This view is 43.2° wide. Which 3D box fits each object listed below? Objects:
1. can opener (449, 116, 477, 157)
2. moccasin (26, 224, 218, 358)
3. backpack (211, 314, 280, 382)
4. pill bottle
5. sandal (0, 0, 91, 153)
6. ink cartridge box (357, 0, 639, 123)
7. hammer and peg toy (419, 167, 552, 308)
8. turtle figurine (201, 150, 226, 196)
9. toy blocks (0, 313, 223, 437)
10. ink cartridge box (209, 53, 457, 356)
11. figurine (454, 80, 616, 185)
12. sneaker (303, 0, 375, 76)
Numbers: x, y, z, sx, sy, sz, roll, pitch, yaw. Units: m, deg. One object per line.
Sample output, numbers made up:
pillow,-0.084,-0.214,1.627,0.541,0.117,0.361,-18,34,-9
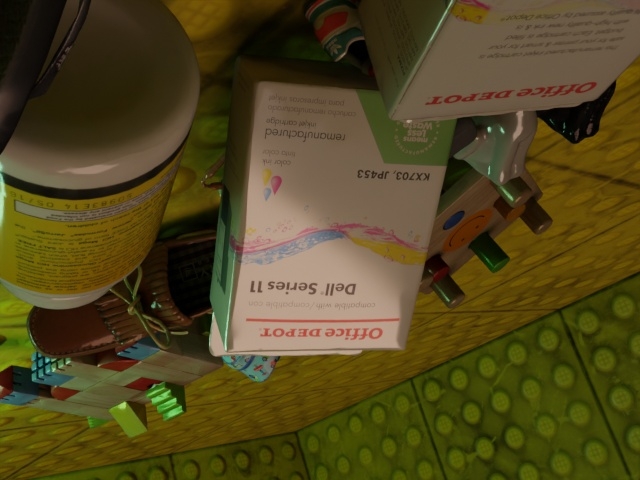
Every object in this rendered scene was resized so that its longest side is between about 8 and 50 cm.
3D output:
can opener,0.048,-0.073,0.924,0.280,0.074,0.093,-32,144,0
moccasin,-0.210,0.067,1.102,0.379,0.139,0.147,-14,-175,-10
backpack,-0.111,0.127,1.276,0.116,0.158,0.173,19,99,-29
pill bottle,-0.225,-0.062,0.712,0.187,0.188,0.334,-10,158,-24
sandal,-0.166,-0.152,0.489,0.054,0.097,0.255,18,102,-50
ink cartridge box,0.181,-0.230,0.621,0.226,0.131,0.306,-7,160,-18
hammer and peg toy,0.174,0.014,1.225,0.361,0.127,0.266,-42,155,10
turtle figurine,0.001,-0.074,1.030,0.269,0.087,0.217,-20,160,6
toy blocks,-0.358,0.193,1.346,0.381,0.191,0.261,-28,147,27
ink cartridge box,0.000,0.000,0.845,0.207,0.119,0.354,1,115,-17
figurine,0.270,-0.184,0.948,0.214,0.092,0.209,-28,156,-20
sneaker,0.056,-0.189,0.790,0.161,0.075,0.057,2,152,-45
